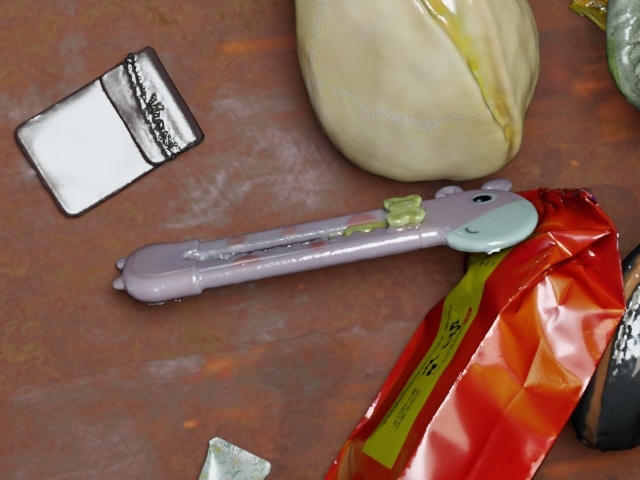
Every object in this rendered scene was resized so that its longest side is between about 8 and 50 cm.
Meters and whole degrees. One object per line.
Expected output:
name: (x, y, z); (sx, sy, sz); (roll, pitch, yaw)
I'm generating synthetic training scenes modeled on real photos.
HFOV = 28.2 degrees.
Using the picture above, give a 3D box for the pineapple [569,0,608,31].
pineapple: (0.317, -0.229, 1.293); (0.114, 0.114, 0.077); (-2, 108, -7)

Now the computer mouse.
computer mouse: (0.338, 0.059, 1.241); (0.116, 0.183, 0.323); (35, 93, 23)

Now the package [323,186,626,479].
package: (0.137, 0.150, 1.196); (0.123, 0.196, 0.424); (33, 82, -15)

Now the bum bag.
bum bag: (-0.202, -0.103, 1.221); (0.159, 0.026, 0.109); (-34, 96, -10)

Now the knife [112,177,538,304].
knife: (0.000, -0.001, 1.183); (0.398, 0.132, 0.038); (-11, 116, 4)

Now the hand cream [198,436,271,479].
hand cream: (-0.115, 0.290, 1.224); (0.067, 0.042, 0.194); (27, 80, -8)

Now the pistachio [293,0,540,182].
pistachio: (0.087, -0.189, 1.175); (0.229, 0.238, 0.321); (-37, 127, -14)

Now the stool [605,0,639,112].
stool: (0.448, -0.231, 1.190); (0.310, 0.226, 0.310); (20, 82, -46)
